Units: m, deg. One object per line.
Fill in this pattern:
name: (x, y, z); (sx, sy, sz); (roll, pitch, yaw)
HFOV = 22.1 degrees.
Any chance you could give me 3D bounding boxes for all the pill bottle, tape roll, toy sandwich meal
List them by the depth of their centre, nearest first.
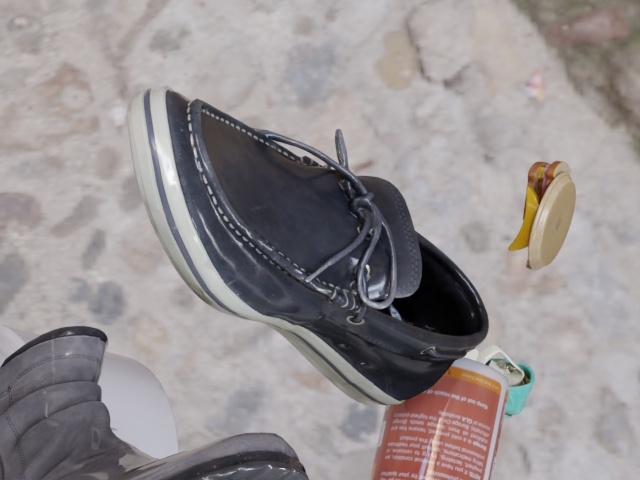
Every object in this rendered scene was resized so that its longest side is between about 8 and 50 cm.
toy sandwich meal: (0.165, -0.019, 1.223); (0.085, 0.029, 0.085); (-47, 147, -44)
tape roll: (-0.283, 0.216, 1.606); (0.169, 0.246, 0.246); (19, 78, -42)
pill bottle: (0.112, 0.229, 1.638); (0.121, 0.121, 0.216); (25, 68, -29)

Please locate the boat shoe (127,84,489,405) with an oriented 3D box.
boat shoe: (0.000, 0.000, 1.429); (0.500, 0.156, 0.186); (41, 31, -50)

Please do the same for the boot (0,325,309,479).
boot: (-0.169, 0.152, 1.232); (0.118, 0.338, 0.222); (42, 32, -46)

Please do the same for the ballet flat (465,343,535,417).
ballet flat: (0.179, 0.159, 2.023); (0.247, 0.083, 0.087); (16, 108, -45)
